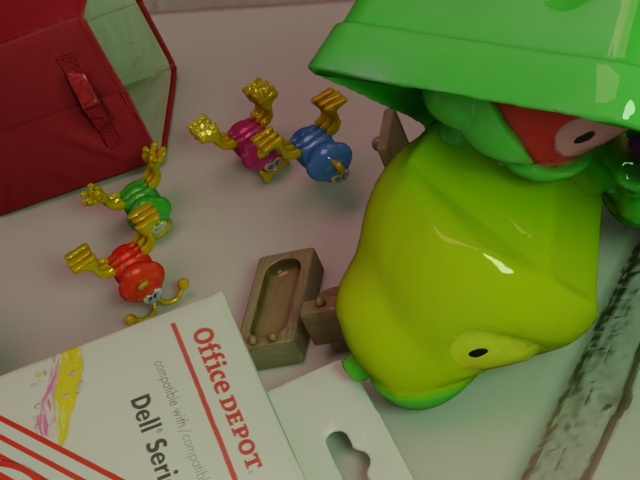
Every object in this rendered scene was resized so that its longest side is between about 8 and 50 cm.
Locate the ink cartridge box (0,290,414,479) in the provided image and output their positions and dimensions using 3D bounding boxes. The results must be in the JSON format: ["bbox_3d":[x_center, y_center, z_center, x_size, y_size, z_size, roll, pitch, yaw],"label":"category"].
[{"bbox_3d":[-0.120,0.166,0.953,0.354,0.119,0.207,-21,42,-8],"label":"ink cartridge box"}]

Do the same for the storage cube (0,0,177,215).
[{"bbox_3d":[-0.275,-0.170,1.494,0.193,0.183,0.215,-18,35,12],"label":"storage cube"}]

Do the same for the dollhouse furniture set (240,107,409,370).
[{"bbox_3d":[0.000,0.000,1.147,0.151,0.123,0.144,-11,36,19],"label":"dollhouse furniture set"}]

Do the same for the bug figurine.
[{"bbox_3d":[-0.097,-0.044,1.314,0.279,0.072,0.216,-32,28,-3],"label":"bug figurine"}]

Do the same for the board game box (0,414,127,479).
[{"bbox_3d":[-0.214,0.172,0.851,0.194,0.045,0.147,19,53,31],"label":"board game box"}]

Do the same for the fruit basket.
[{"bbox_3d":[0.161,-0.040,0.974,0.283,0.392,0.392,16,51,39],"label":"fruit basket"}]
